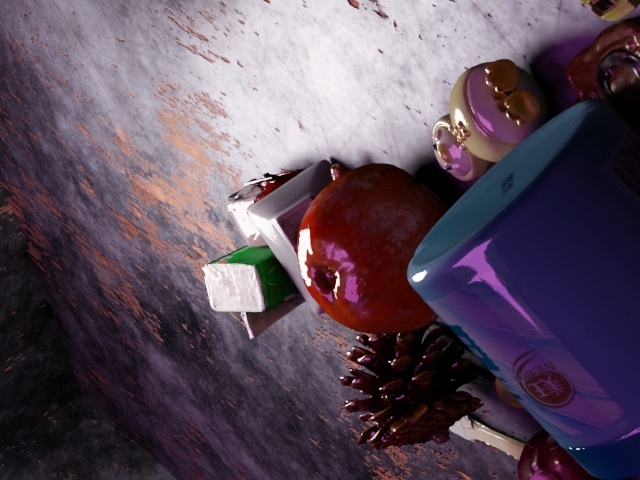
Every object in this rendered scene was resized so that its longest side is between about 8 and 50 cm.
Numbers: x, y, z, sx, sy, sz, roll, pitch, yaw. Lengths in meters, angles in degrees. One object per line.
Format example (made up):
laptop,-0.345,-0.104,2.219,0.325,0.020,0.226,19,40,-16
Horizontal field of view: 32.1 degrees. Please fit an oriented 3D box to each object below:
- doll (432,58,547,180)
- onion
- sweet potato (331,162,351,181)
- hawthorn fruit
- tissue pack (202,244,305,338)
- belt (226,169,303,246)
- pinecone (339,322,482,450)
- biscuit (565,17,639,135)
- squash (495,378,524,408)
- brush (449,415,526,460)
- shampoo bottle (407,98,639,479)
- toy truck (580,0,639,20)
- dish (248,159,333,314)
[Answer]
doll,0.222,-0.156,1.568,0.141,0.117,0.296,54,152,7
onion,0.411,0.374,1.836,0.173,0.135,0.198,39,133,31
sweet potato,0.101,-0.031,1.967,0.255,0.058,0.078,48,132,3
hawthorn fruit,0.096,0.017,1.821,0.284,0.284,0.284,38,148,29
tissue pack,-0.098,0.083,2.181,0.148,0.209,0.156,1,110,39
belt,-0.092,-0.071,2.139,0.201,0.128,0.124,-10,112,51
pinecone,0.157,0.251,2.011,0.264,0.264,0.264,38,148,29
biscuit,0.396,-0.167,1.370,0.208,0.041,0.290,58,152,-6
squash,0.383,0.240,1.815,0.250,0.083,0.083,-1,120,54
brush,0.318,0.369,2.107,0.337,0.020,0.085,20,140,50
shampoo bottle,0.331,0.052,1.355,0.342,0.331,0.331,46,153,-5
toy truck,0.361,-0.307,1.233,0.100,0.077,0.169,42,150,-7
dish,0.000,0.000,2.013,0.243,0.182,0.080,56,-171,-4
